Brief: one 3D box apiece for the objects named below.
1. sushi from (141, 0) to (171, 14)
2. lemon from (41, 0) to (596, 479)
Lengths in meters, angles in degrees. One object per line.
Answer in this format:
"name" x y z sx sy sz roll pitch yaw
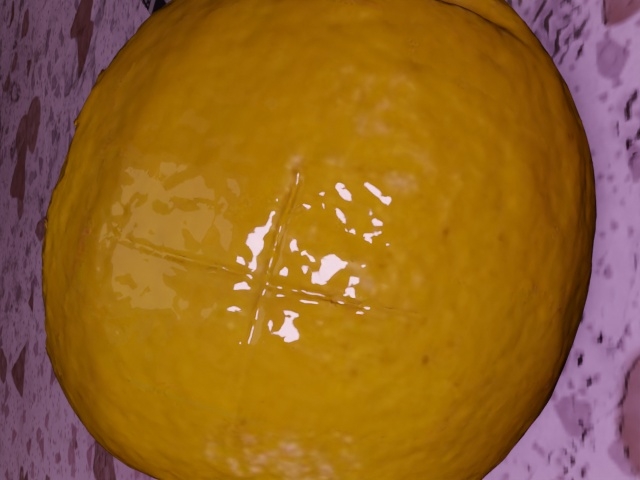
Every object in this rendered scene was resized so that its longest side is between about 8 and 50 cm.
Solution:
"sushi" -0.116 -0.293 1.013 0.215 0.050 0.192 55 136 42
"lemon" 0.000 0.000 0.530 0.297 0.297 0.297 -16 72 59
